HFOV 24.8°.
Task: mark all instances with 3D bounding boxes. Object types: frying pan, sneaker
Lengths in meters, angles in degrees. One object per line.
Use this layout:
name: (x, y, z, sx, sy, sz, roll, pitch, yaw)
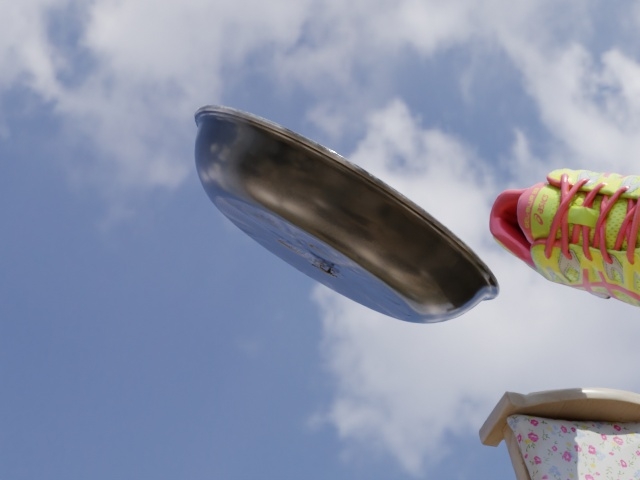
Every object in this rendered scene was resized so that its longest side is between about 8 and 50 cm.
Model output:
frying pan: (-0.021, -0.016, 0.870, 0.197, 0.053, 0.326, 36, -11, -25)
sneaker: (0.159, -0.003, 0.817, 0.094, 0.081, 0.208, 18, -9, -16)

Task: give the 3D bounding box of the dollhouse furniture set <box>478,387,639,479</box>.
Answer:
dollhouse furniture set: (0.224, 0.102, 0.842, 0.356, 0.303, 0.173, 9, -49, -22)
